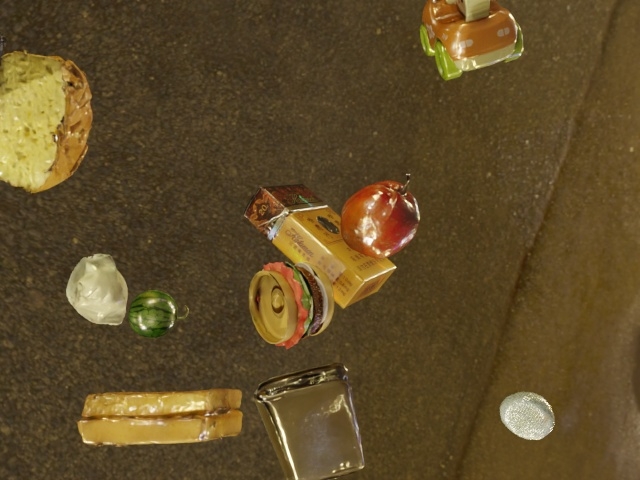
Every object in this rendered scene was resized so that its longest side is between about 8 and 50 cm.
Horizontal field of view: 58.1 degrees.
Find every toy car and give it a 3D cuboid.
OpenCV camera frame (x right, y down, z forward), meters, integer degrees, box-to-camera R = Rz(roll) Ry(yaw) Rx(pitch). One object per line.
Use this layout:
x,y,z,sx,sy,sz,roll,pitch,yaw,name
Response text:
0.260,-0.432,1.041,0.145,0.235,0.235,-16,114,4,toy car

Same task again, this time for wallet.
-0.007,0.229,0.696,0.110,0.031,0.198,-14,129,-3,wallet

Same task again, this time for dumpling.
-0.607,0.140,1.568,0.155,0.111,0.181,-8,70,-21,dumpling

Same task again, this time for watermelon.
-0.335,0.152,1.169,0.109,0.109,0.109,-8,103,-41,watermelon

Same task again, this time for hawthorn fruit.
0.133,-0.059,1.184,0.157,0.157,0.194,4,132,-43,hawthorn fruit

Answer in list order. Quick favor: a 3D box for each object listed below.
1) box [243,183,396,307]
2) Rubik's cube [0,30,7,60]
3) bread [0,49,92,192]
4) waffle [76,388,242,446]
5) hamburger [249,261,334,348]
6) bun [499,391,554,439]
-0.001,0.000,1.701,0.116,0.415,0.264,-54,162,23,box
-0.653,-0.210,0.793,0.305,0.310,0.307,26,114,-41,Rubik's cube
-0.542,-0.232,1.138,0.147,0.160,0.261,-52,154,-76,bread
-0.274,0.323,1.067,0.328,0.224,0.098,77,10,-73,waffle
-0.046,0.120,1.118,0.136,0.175,0.175,-7,101,-33,hamburger
0.326,0.273,0.909,0.045,0.083,0.083,-38,126,-67,bun
